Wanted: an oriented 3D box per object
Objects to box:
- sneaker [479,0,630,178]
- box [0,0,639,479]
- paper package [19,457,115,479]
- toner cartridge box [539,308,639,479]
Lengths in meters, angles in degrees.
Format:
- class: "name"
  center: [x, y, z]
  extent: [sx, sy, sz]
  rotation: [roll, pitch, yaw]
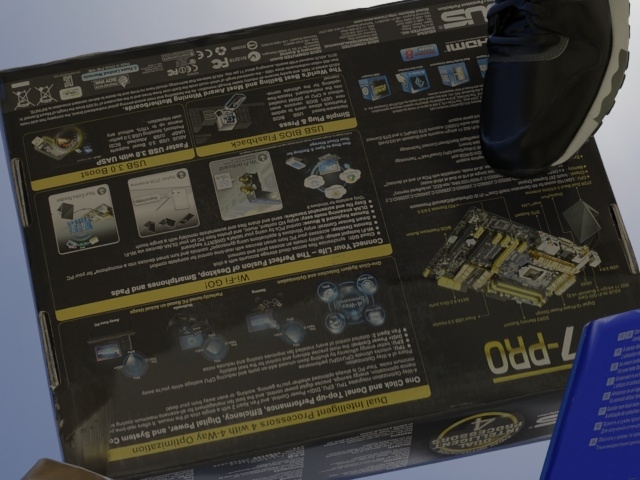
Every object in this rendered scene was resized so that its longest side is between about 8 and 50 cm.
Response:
- class: "sneaker"
  center: [0.134, -0.183, 1.247]
  extent: [0.124, 0.107, 0.283]
  rotation: [27, -106, -36]
- class: "box"
  center: [0.000, 0.000, 1.322]
  extent: [0.395, 0.097, 0.318]
  rotation: [-11, -119, -8]
- class: "paper package"
  center: [-0.063, 0.277, 0.486]
  extent: [0.168, 0.309, 0.325]
  rotation: [17, -143, -3]
- class: "toner cartridge box"
  center: [0.177, 0.088, 0.604]
  extent: [0.075, 0.348, 0.165]
  rotation: [26, -108, -17]
